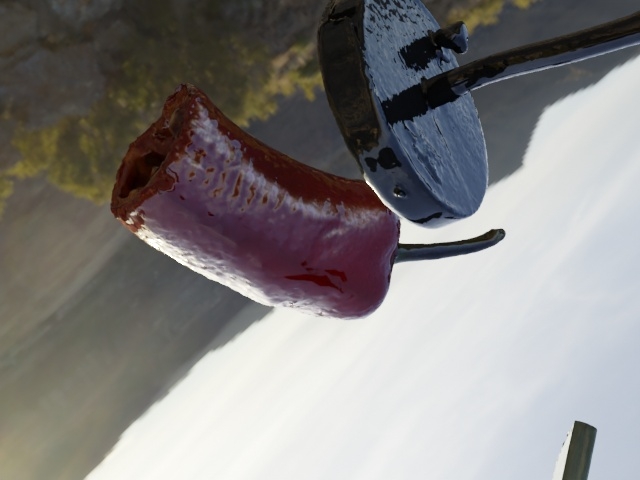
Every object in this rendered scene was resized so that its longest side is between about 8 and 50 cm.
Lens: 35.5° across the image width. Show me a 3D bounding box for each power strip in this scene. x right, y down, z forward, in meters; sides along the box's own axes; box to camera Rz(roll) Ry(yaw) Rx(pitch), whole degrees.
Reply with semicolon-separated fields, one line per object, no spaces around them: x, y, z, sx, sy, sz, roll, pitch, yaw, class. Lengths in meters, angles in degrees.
0.167;0.186;0.687;0.136;0.019;0.051;-60;166;-49;power strip

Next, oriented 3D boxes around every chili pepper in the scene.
-0.003;0.004;0.841;0.134;0.338;0.131;-39;-144;40;chili pepper

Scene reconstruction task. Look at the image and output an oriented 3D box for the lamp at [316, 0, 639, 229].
0.148;-0.065;0.310;0.371;0.130;0.109;-1;-124;43;lamp
